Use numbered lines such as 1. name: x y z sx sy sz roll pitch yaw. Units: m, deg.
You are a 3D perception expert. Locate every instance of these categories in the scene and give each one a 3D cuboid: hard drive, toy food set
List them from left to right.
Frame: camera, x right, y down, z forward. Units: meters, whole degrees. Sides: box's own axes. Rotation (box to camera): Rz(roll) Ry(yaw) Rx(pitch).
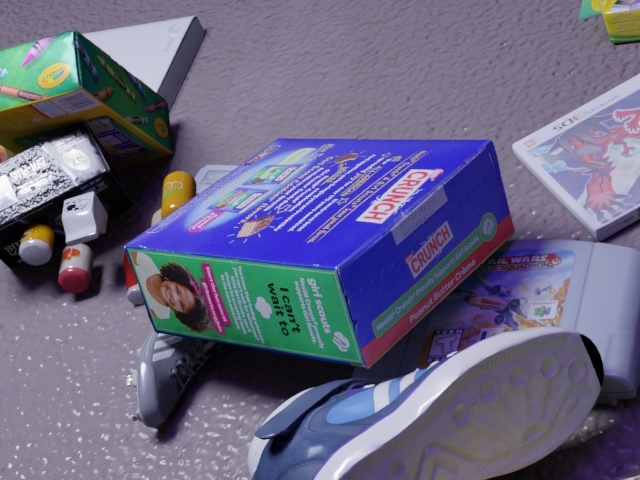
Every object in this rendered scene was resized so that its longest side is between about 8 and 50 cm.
1. hard drive: -0.336 -0.229 2.296 0.308 0.040 0.203 -6 42 24
2. toy food set: -0.246 0.013 1.906 0.232 0.111 0.104 -16 39 11

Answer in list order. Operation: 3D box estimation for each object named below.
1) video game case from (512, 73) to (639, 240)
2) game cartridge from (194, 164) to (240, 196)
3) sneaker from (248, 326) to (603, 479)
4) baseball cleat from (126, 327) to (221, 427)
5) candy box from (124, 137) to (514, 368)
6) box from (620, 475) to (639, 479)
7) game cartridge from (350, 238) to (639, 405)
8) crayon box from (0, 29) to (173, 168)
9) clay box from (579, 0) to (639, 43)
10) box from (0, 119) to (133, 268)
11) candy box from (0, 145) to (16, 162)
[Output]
1. video game case: 0.337 -0.098 1.788 0.183 0.023 0.201 -29 38 -5
2. game cartridge: -0.124 -0.072 2.016 0.083 0.017 0.056 4 43 33
3. sneaker: 0.080 0.160 1.526 0.323 0.130 0.236 -30 20 -17
4. baseball cleat: -0.144 0.116 1.765 0.109 0.072 0.206 -5 45 14
5. candy box: 0.000 0.000 1.689 0.317 0.122 0.268 4 32 45
6. box: 0.190 0.268 1.386 0.232 0.058 0.087 -17 75 12
7. game cartridge: 0.187 0.083 1.637 0.297 0.062 0.198 -4 47 25
8. crayon box: -0.317 -0.163 2.023 0.165 0.278 0.081 -13 73 15
9. clay box: 0.434 -0.305 1.950 0.222 0.053 0.127 -5 42 26
10. box: -0.341 -0.055 1.996 0.180 0.147 0.077 -27 73 -4
11. candy box: -0.470 -0.107 2.187 0.109 0.053 0.186 -30 46 5
